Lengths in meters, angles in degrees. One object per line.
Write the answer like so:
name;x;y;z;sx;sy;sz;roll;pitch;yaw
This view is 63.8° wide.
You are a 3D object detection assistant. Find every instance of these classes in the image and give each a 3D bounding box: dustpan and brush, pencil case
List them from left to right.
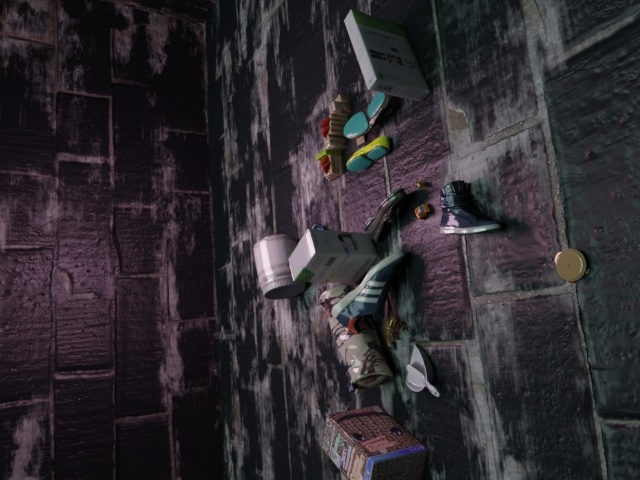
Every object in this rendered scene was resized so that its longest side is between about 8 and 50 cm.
pencil case;0.123;0.364;1.950;0.183;0.159;0.410;-43;52;31
dustpan and brush;0.336;0.447;1.677;0.211;0.060;0.147;31;115;56

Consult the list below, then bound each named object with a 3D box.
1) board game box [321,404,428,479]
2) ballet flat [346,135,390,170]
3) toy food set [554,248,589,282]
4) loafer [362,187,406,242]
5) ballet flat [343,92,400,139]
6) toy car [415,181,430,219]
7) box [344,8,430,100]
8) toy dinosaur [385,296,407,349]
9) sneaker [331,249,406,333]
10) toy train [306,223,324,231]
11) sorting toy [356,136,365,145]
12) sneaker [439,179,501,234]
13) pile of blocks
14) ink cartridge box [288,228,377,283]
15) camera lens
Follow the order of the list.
board game box;0.180;0.718;1.768;0.291;0.232;0.141;26;111;56
ballet flat;0.187;-0.336;1.966;0.231;0.077;0.077;-25;47;54
toy food set;0.613;0.061;1.257;0.083;0.020;0.083;-36;59;53
loafer;0.245;-0.087;1.846;0.084;0.096;0.267;58;147;14
ballet flat;0.197;-0.458;1.912;0.280;0.096;0.095;-34;64;53
toy car;0.330;-0.133;1.729;0.060;0.040;0.122;-30;64;56
box;0.224;-0.626;1.739;0.058;0.232;0.322;-44;51;49
toy dinosaur;0.251;0.287;1.829;0.112;0.064;0.212;-2;87;61
sneaker;0.205;0.191;1.823;0.148;0.131;0.350;47;107;14
toy train;0.000;0.000;2.260;0.105;0.080;0.184;-65;35;20
sorting toy;0.160;-0.427;2.057;0.062;0.012;0.083;-18;77;63
sneaker;0.432;-0.098;1.507;0.226;0.086;0.164;4;95;61
pile of blocks;0.034;-0.435;2.176;0.149;0.112;0.362;22;107;58
ink cartridge box;0.047;0.065;1.975;0.201;0.278;0.117;-54;42;44
camera lens;-0.195;0.119;2.443;0.219;0.219;0.274;-43;53;51
